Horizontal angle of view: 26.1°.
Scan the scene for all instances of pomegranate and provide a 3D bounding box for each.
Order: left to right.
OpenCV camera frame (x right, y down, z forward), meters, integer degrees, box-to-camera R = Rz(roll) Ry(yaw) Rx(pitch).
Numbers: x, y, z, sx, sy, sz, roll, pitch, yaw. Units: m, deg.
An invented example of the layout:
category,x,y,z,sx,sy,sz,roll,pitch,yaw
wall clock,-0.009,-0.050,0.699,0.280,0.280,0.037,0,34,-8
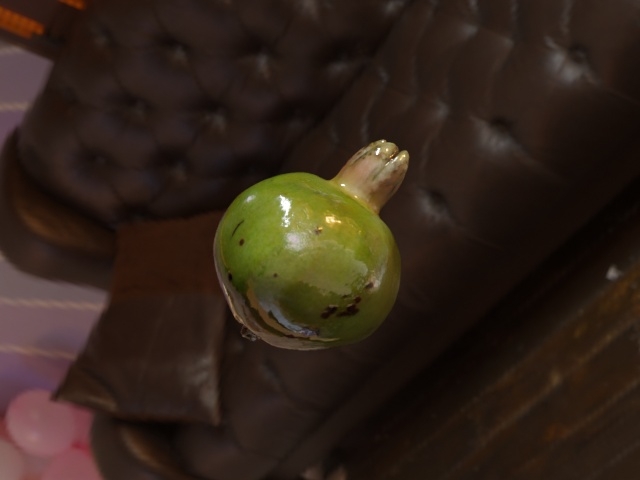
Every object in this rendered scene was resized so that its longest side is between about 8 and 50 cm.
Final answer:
category,x,y,z,sx,sy,sz,roll,pitch,yaw
pomegranate,-0.004,-0.001,0.523,0.073,0.073,0.084,-13,66,62
